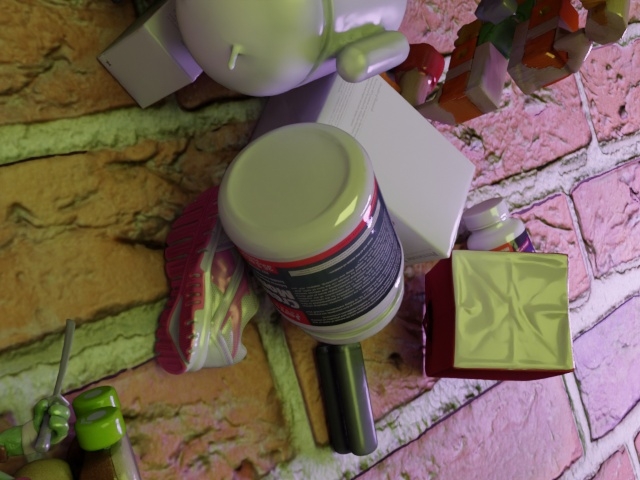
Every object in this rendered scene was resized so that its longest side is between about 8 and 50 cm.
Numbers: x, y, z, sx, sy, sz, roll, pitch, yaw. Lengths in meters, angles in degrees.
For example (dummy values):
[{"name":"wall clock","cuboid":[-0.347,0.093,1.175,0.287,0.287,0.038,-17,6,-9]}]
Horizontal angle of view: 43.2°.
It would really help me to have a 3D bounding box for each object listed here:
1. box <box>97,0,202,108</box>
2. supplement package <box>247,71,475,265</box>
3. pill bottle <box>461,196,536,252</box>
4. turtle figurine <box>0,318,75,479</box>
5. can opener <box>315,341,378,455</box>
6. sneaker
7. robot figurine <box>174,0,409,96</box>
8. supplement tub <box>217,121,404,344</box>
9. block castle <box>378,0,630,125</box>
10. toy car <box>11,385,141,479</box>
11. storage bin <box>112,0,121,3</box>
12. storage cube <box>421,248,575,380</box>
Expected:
[{"name":"box","cuboid":[-0.184,-0.273,1.063,0.091,0.130,0.170,49,55,-24]},{"name":"supplement package","cuboid":[0.059,-0.105,1.202,0.293,0.177,0.175,36,59,-28]},{"name":"pill bottle","cuboid":[0.327,0.025,1.446,0.108,0.108,0.193,-35,103,-39]},{"name":"turtle figurine","cuboid":[-0.320,0.171,0.742,0.275,0.266,0.198,-45,139,-19]},{"name":"can opener","cuboid":[0.047,0.170,1.202,0.095,0.076,0.283,-8,87,-40]},{"name":"sneaker","cuboid":[-0.138,0.054,1.063,0.111,0.103,0.252,17,76,-41]},{"name":"robot figurine","cuboid":[-0.032,-0.294,0.977,0.300,0.200,0.353,38,42,18]},{"name":"supplement tub","cuboid":[0.000,0.000,1.033,0.272,0.191,0.191,63,42,-53]},{"name":"block castle","cuboid":[0.216,-0.374,1.203,0.303,0.453,0.213,39,53,-28]},{"name":"toy car","cuboid":[-0.291,0.273,0.884,0.188,0.149,0.155,-18,102,-16]},{"name":"storage bin","cuboid":[-0.237,-0.362,1.046,0.098,0.135,0.091,43,68,-26]},{"name":"storage cube","cuboid":[0.277,0.122,1.280,0.215,0.193,0.184,2,77,-3]}]
